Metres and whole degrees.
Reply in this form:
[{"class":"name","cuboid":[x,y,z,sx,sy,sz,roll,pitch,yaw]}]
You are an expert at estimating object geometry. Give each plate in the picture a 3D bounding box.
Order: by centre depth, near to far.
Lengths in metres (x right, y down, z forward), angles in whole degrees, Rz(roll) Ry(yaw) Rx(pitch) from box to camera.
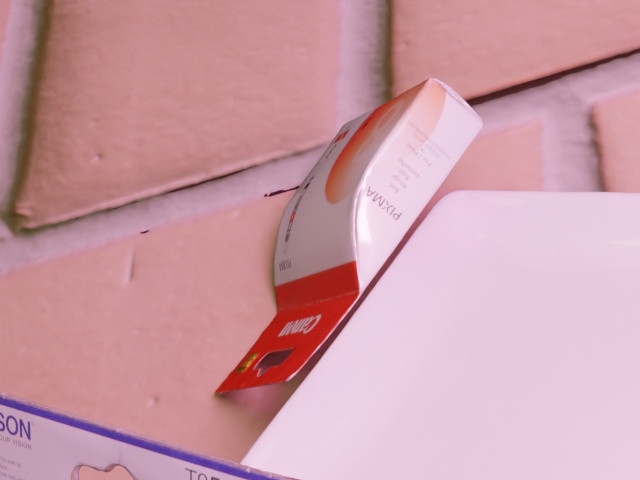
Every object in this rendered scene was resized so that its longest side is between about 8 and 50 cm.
[{"class":"plate","cuboid":[0.135,0.063,0.857,0.278,0.045,0.277,2,32,29]}]

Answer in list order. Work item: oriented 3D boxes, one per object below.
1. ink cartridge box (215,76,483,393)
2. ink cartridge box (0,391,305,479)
[{"class":"ink cartridge box","cuboid":[0.000,0.000,1.001,0.179,0.045,0.145,-51,10,-17]},{"class":"ink cartridge box","cuboid":[-0.083,0.191,0.853,0.223,0.045,0.224,12,104,37]}]
